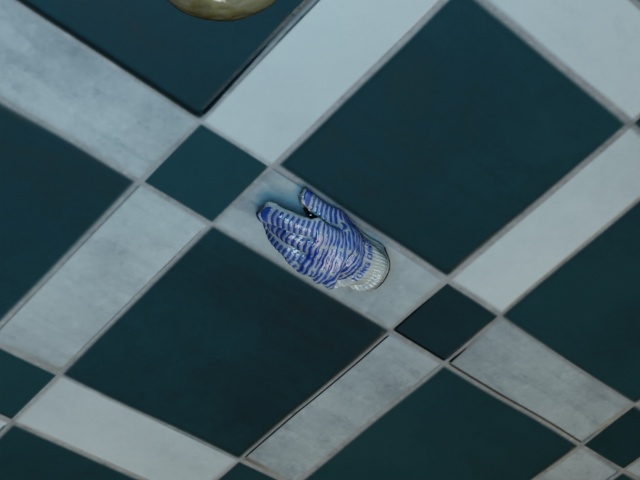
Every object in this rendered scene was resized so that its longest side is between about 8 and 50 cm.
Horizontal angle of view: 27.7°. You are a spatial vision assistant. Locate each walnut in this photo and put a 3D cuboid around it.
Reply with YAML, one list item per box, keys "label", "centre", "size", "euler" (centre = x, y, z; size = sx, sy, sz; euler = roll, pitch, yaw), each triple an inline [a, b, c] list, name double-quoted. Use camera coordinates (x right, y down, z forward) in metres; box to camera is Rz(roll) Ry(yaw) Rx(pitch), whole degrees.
- label: "walnut"
  centre: [-0.115, -0.330, 1.539]
  size: [0.162, 0.140, 0.140]
  euler: [1, 131, 7]

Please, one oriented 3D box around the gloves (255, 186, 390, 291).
- label: "gloves"
  centre: [0.005, 0.002, 1.882]
  size: [0.229, 0.097, 0.119]
  euler: [26, 91, -23]
